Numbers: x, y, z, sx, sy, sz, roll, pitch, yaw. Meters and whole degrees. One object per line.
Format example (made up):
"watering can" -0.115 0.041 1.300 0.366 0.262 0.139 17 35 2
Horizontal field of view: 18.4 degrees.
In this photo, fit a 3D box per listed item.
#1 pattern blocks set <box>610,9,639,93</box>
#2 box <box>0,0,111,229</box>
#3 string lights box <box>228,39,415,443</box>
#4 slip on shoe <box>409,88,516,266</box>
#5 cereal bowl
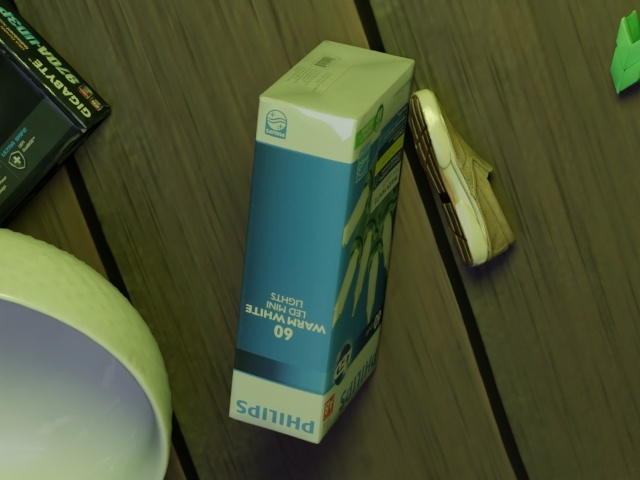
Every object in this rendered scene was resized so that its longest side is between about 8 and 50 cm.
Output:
"pattern blocks set" 0.319 -0.088 1.255 0.325 0.026 0.285 28 137 35
"box" -0.295 -0.093 1.577 0.175 0.051 0.220 46 122 -2
"string lights box" 0.000 0.000 1.445 0.076 0.133 0.260 14 118 16
"slip on shoe" 0.103 -0.049 1.436 0.041 0.051 0.135 -23 96 -11
"cereal bowl" -0.281 0.108 1.581 0.339 0.141 0.339 3 131 3
